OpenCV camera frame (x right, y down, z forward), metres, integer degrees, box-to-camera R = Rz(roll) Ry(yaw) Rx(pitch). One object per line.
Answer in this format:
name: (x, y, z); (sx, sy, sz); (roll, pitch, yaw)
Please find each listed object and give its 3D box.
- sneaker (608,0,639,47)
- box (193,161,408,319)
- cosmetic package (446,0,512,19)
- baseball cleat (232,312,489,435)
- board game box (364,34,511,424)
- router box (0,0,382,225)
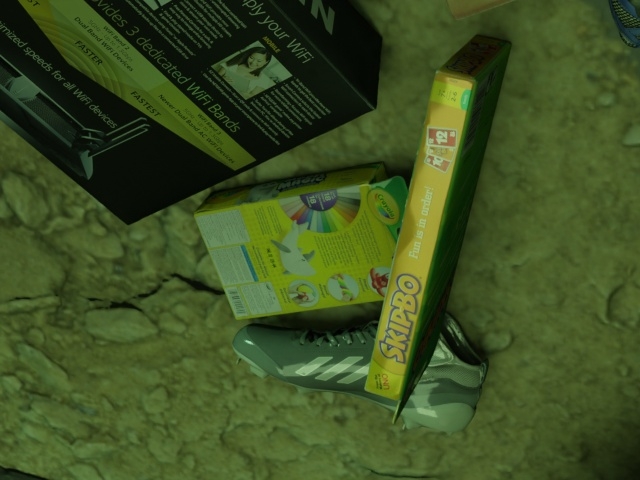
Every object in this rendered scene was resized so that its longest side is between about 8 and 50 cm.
sneaker: (0.287, -0.152, 0.899); (0.221, 0.083, 0.087); (14, 137, 19)
box: (0.000, 0.000, 1.114); (0.179, 0.043, 0.105); (-7, 116, 27)
cosmetic package: (0.078, -0.297, 0.799); (0.129, 0.153, 0.296); (-18, 120, 13)
baseball cleat: (0.034, 0.083, 1.146); (0.205, 0.072, 0.109); (17, 111, 5)
board game box: (0.081, -0.007, 0.999); (0.039, 0.124, 0.259); (14, 113, 13)
router box: (-0.143, -0.163, 0.981); (0.243, 0.081, 0.309); (-22, 132, 30)
